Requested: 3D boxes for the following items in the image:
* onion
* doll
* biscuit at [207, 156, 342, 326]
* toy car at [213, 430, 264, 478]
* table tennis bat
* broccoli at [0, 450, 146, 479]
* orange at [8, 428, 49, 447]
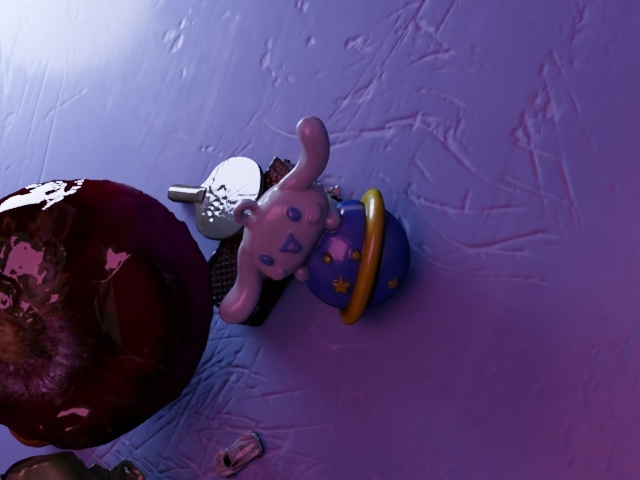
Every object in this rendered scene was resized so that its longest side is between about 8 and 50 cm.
[{"bbox_3d":[-0.338,0.087,1.786,0.398,0.420,0.398,1,102,4],"label":"onion"},{"bbox_3d":[0.009,-0.028,1.637,0.243,0.159,0.311,12,118,4],"label":"doll"},{"bbox_3d":[-0.074,0.001,1.778,0.106,0.070,0.252,40,102,29],"label":"biscuit"},{"bbox_3d":[-0.123,0.316,1.781,0.093,0.025,0.041,-39,63,20],"label":"toy car"},{"bbox_3d":[-0.160,-0.066,1.824,0.234,0.022,0.131,9,78,51],"label":"table tennis bat"},{"bbox_3d":[-0.342,0.439,1.724,0.334,0.324,0.272,-12,76,20],"label":"broccoli"},{"bbox_3d":[-0.446,0.259,1.934,0.135,0.117,0.135,39,147,32],"label":"orange"}]
